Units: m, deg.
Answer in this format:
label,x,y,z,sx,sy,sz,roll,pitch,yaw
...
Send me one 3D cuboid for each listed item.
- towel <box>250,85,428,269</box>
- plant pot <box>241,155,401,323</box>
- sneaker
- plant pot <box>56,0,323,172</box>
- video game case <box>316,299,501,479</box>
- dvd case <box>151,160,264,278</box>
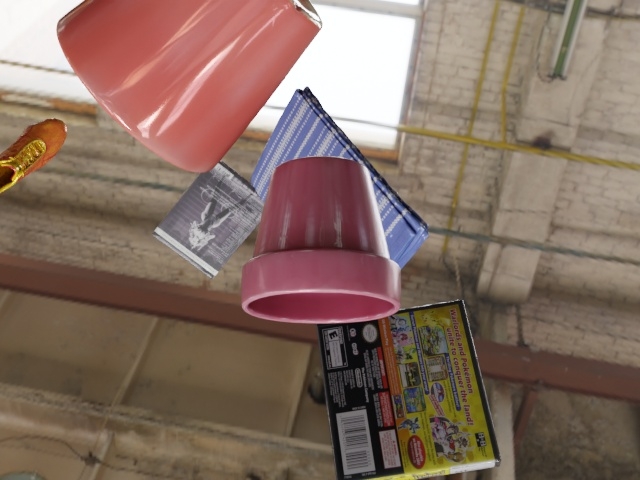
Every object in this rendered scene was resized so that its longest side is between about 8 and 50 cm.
label,x,y,z,sx,sy,sz,roll,pitch,yaw
towel,0.020,-0.062,1.363,0.040,0.243,0.336,-19,-118,-42
plant pot,0.000,0.000,1.028,0.201,0.201,0.180,1,-106,-7
sneaker,-0.446,-0.119,1.220,0.175,0.064,0.067,-46,-146,-21
plant pot,-0.147,-0.261,1.027,0.275,0.243,0.275,46,-164,-17
video game case,0.132,0.239,1.289,0.248,0.035,0.275,-10,-122,2
dvd case,-0.228,-0.047,1.734,0.164,0.221,0.018,38,-167,-12
